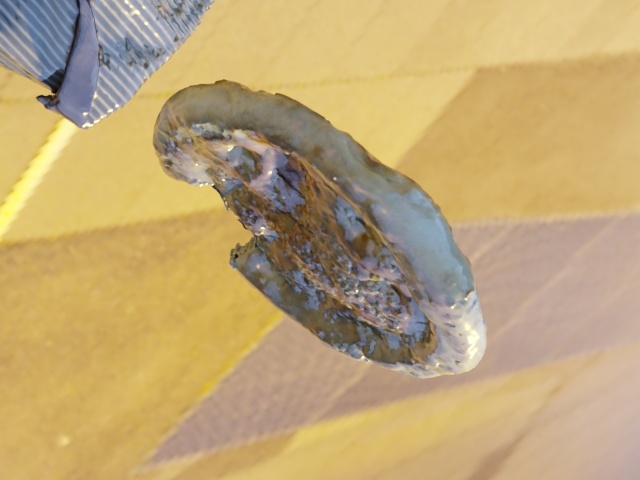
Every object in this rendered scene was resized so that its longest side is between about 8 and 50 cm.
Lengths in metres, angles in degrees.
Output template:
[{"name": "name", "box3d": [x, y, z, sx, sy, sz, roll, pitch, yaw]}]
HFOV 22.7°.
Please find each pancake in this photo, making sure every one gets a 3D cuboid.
[{"name": "pancake", "box3d": [0.000, 0.000, 0.940, 0.037, 0.254, 0.253, -49, 165, -20]}]

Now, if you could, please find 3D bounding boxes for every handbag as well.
[{"name": "handbag", "box3d": [-0.235, -0.264, 1.269, 0.240, 0.247, 0.340, -51, 139, -7]}]
